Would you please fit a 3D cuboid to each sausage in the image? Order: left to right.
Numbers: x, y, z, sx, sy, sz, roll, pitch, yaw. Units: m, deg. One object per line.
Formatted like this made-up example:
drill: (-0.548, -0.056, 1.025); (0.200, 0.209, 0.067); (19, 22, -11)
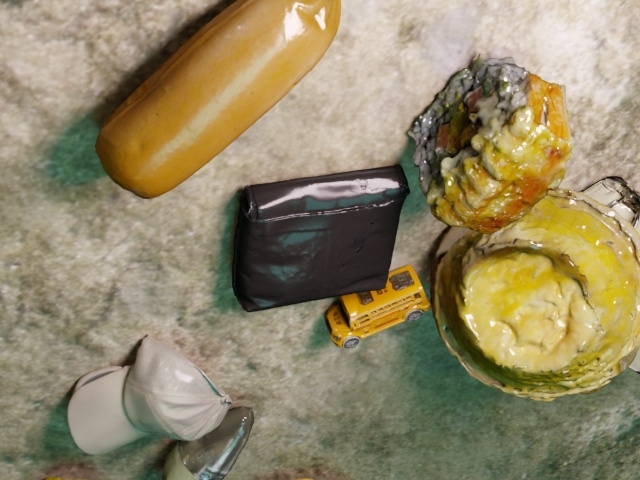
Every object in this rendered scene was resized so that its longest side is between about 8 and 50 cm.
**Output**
sausage: (-0.112, -0.189, 1.494); (0.354, 0.116, 0.134); (-40, 129, 16)

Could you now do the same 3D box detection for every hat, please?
hat: (-0.265, 0.273, 1.954); (0.226, 0.164, 0.219); (-44, 140, -6)

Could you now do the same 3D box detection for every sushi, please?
sushi: (0.219, -0.119, 1.678); (0.139, 0.184, 0.274); (17, 133, -32)

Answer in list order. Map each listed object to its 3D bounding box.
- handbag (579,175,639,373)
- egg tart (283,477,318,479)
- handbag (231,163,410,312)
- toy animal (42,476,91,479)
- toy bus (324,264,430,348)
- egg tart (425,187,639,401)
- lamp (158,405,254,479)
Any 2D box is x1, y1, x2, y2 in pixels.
handbag: (0.499, 0.060, 2.041); (0.237, 0.160, 0.358); (-45, 136, 18)
egg tart: (-0.066, 0.585, 2.414); (0.352, 0.150, 0.352); (-11, 144, -8)
handbag: (0.000, 0.000, 1.794); (0.247, 0.080, 0.223); (-9, 140, -16)
toy animal: (-0.459, 0.480, 2.107); (0.230, 0.156, 0.156); (-24, 142, 9)
toy bus: (0.083, 0.101, 1.963); (0.162, 0.069, 0.074); (-23, 141, -1)
egg tart: (0.311, 0.087, 1.854); (0.345, 0.345, 0.132); (-44, 174, 26)
lamp: (-0.195, 0.363, 2.121); (0.101, 0.101, 0.250); (23, 122, -42)
